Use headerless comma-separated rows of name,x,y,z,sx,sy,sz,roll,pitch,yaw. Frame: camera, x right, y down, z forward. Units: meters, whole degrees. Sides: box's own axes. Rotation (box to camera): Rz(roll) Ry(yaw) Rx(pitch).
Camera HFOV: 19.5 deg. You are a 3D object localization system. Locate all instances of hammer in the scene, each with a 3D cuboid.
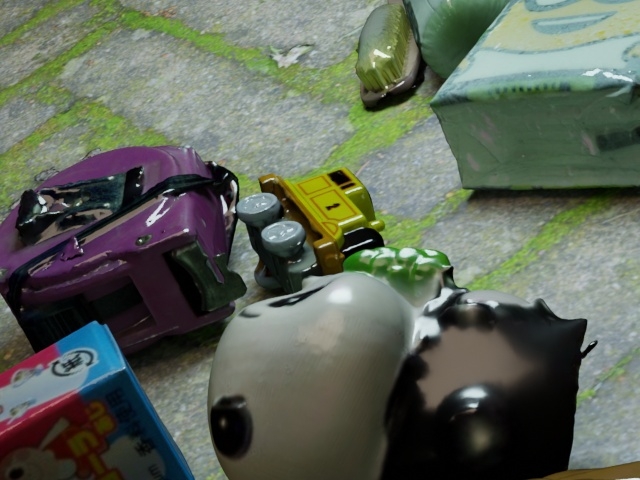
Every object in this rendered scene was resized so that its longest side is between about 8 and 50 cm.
hammer,0.129,-0.339,1.905,0.119,0.335,0.206,-12,32,-1

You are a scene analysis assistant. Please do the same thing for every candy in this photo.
candy,-0.267,0.214,1.517,0.306,0.157,0.100,-29,30,-6

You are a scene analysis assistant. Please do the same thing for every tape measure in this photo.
tape measure,-0.192,0.005,1.794,0.245,0.149,0.231,-23,32,8

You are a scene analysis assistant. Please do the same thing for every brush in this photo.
brush,0.081,-0.252,2.078,0.072,0.067,0.313,-16,29,19

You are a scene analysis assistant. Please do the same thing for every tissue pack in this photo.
tissue pack,0.275,-0.180,1.750,0.228,0.128,0.311,0,38,38

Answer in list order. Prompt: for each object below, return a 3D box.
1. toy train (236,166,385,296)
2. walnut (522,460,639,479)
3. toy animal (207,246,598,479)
toy train,0.000,0.000,1.720,0.127,0.089,0.219,-21,28,-11
walnut,0.169,0.275,0.940,0.398,0.307,0.354,6,10,43
toy animal,0.056,0.109,1.328,0.267,0.212,0.212,16,40,6
